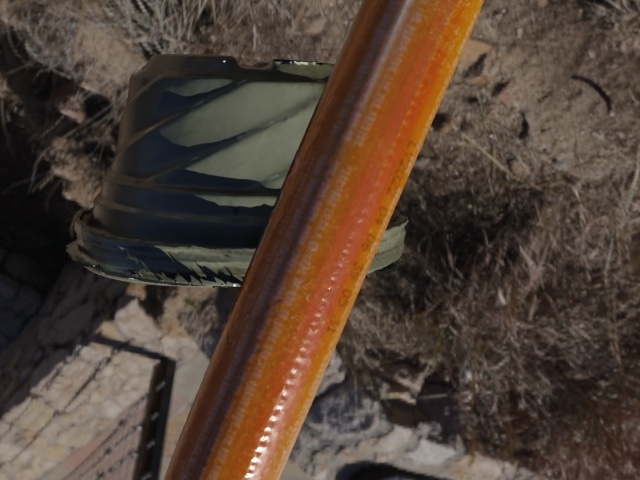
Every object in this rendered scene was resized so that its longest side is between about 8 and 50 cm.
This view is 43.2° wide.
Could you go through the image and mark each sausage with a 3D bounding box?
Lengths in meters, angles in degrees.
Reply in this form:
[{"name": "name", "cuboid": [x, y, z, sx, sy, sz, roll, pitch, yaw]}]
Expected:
[{"name": "sausage", "cuboid": [0.000, 0.000, 0.378, 0.053, 0.053, 0.347, 23, 91, -20]}]

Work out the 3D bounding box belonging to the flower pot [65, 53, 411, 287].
[{"name": "flower pot", "cuboid": [-0.053, -0.053, 0.548, 0.236, 0.235, 0.140, 2, 102, -2]}]
